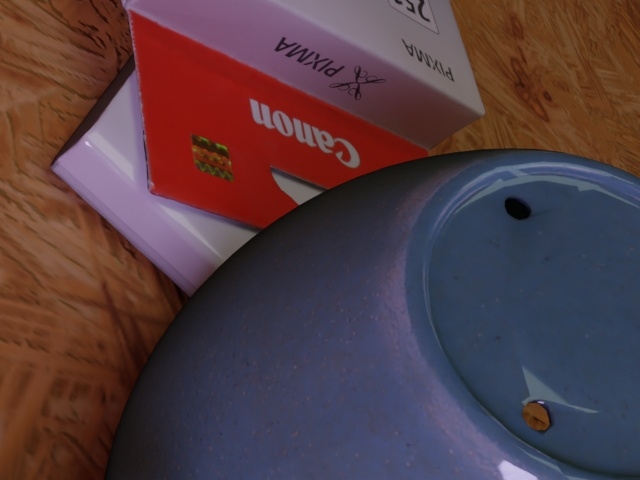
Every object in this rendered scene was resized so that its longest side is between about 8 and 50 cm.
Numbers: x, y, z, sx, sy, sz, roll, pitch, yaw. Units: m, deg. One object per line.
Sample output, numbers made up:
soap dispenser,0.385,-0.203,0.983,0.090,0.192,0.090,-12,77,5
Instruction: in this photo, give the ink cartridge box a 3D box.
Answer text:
ink cartridge box,0.002,-0.108,0.662,0.275,0.060,0.239,19,49,-45

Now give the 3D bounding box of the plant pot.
plant pot,0.068,0.078,0.434,0.290,0.195,0.290,8,54,-11

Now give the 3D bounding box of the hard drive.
hard drive,0.000,0.000,0.661,0.307,0.040,0.203,45,35,-19
